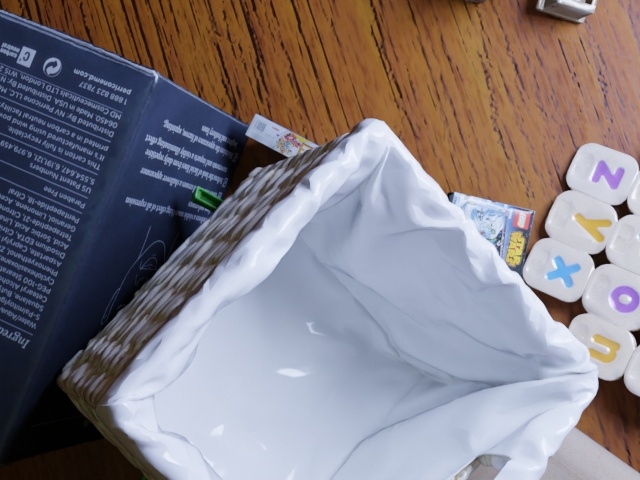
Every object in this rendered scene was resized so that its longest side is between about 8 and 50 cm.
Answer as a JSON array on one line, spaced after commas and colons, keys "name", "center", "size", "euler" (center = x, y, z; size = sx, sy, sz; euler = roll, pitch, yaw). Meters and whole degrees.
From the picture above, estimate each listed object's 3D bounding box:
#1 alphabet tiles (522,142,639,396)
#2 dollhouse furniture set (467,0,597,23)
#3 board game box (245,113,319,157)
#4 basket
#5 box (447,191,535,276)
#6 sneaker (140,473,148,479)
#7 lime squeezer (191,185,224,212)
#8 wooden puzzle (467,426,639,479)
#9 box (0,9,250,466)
[{"name": "alphabet tiles", "center": [0.364, 0.021, 1.076], "size": [0.278, 0.021, 0.284], "euler": [24, 88, 24]}, {"name": "dollhouse furniture set", "center": [0.230, -0.343, 1.134], "size": [0.161, 0.101, 0.182], "euler": [15, 89, -11]}, {"name": "board game box", "center": [0.002, -0.085, 1.144], "size": [0.154, 0.103, 0.026], "euler": [28, 93, 14]}, {"name": "basket", "center": [-0.001, 0.128, 0.938], "size": [0.331, 0.266, 0.328], "euler": [47, 71, -14]}, {"name": "box", "center": [0.168, 0.024, 1.120], "size": [0.094, 0.027, 0.137], "euler": [13, 89, -10]}, {"name": "sneaker", "center": [-0.110, 0.343, 1.131], "size": [0.202, 0.185, 0.483], "euler": [22, 87, -17]}, {"name": "lime squeezer", "center": [0.000, 0.000, 1.147], "size": [0.310, 0.110, 0.059], "euler": [15, 51, -16]}, {"name": "wooden puzzle", "center": [0.172, 0.336, 1.035], "size": [0.322, 0.080, 0.348], "euler": [36, 73, 27]}, {"name": "box", "center": [-0.274, 0.001, 1.106], "size": [0.212, 0.293, 0.395], "euler": [22, 91, 14]}]
